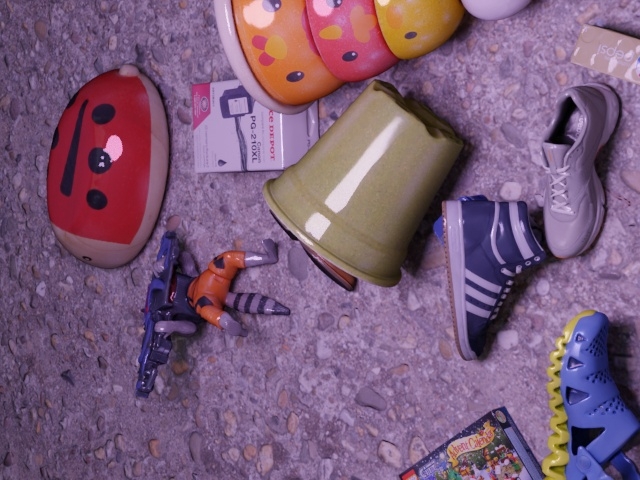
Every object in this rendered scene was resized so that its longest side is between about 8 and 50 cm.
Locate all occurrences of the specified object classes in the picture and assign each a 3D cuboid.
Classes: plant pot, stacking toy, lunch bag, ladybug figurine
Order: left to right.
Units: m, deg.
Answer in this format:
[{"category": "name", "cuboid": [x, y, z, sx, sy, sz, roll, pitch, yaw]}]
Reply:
[{"category": "ladybug figurine", "cuboid": [-0.461, -0.153, 2.208, 0.305, 0.161, 0.450, 24, 108, 37]}, {"category": "plant pot", "cuboid": [0.089, -0.109, 1.701, 0.276, 0.276, 0.254, 45, 108, 29]}, {"category": "stacking toy", "cuboid": [0.104, -0.392, 1.637, 0.479, 0.350, 0.351, -3, 91, 29]}, {"category": "lunch bag", "cuboid": [0.229, -0.025, 1.688, 0.098, 0.065, 0.067, -50, 62, 31]}]

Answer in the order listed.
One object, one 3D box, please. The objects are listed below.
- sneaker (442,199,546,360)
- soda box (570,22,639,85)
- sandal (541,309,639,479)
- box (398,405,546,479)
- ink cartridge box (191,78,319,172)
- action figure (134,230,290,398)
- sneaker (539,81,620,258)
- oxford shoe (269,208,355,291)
[{"category": "sneaker", "cuboid": [0.275, 0.063, 1.633, 0.153, 0.099, 0.282, -6, 118, 7]}, {"category": "soda box", "cuboid": [0.451, -0.254, 1.486, 0.181, 0.058, 0.061, 28, 111, 35]}, {"category": "sandal", "cuboid": [0.405, 0.256, 1.533, 0.138, 0.126, 0.318, 8, 107, 36]}, {"category": "box", "cuboid": [0.250, 0.398, 1.716, 0.233, 0.044, 0.159, -44, 66, 34]}, {"category": "ink cartridge box", "cuboid": [-0.123, -0.213, 1.953, 0.237, 0.100, 0.172, 1, 95, 41]}, {"category": "action figure", "cuboid": [-0.236, 0.153, 2.036, 0.330, 0.178, 0.342, -9, 63, 45]}, {"category": "sneaker", "cuboid": [0.356, -0.102, 1.538, 0.099, 0.121, 0.263, 13, 102, 40]}, {"category": "oxford shoe", "cuboid": [0.000, 0.000, 1.890, 0.076, 0.076, 0.212, -38, 75, -7]}]
